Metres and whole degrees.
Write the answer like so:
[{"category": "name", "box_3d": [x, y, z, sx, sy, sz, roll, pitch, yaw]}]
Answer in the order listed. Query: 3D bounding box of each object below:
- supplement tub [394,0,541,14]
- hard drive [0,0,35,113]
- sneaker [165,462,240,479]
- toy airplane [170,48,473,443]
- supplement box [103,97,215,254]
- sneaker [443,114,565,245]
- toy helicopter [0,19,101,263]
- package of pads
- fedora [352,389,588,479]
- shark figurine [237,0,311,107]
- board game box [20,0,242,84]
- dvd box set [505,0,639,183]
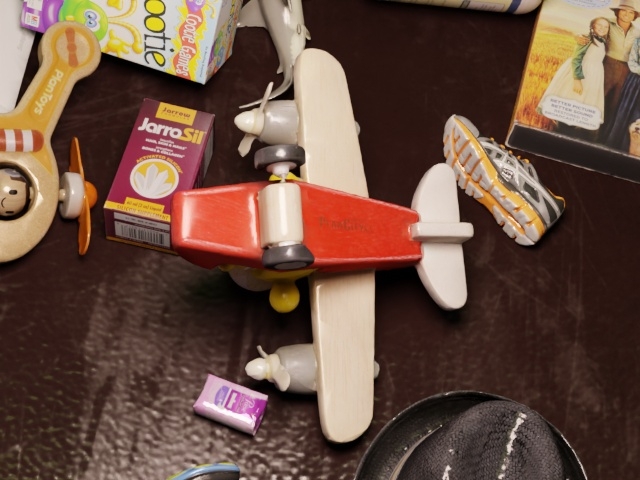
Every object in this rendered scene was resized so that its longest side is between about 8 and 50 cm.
[{"category": "supplement tub", "box_3d": [0.176, -0.468, 1.934, 0.325, 0.235, 0.235, 5, 58, -4]}, {"category": "hard drive", "box_3d": [-0.534, -0.311, 1.757, 0.307, 0.040, 0.203, 31, 50, -34]}, {"category": "sneaker", "box_3d": [-0.172, 0.319, 1.510, 0.188, 0.067, 0.078, -31, 88, -25]}, {"category": "toy airplane", "box_3d": [0.000, 0.000, 1.636, 0.384, 0.272, 0.386, 52, 48, -19]}, {"category": "supplement box", "box_3d": [-0.213, -0.087, 1.739, 0.104, 0.081, 0.188, 13, 57, 1]}, {"category": "sneaker", "box_3d": [0.251, -0.091, 1.804, 0.083, 0.084, 0.215, -31, 76, -25]}, {"category": "toy helicopter", "box_3d": [-0.372, -0.129, 1.708, 0.235, 0.140, 0.355, 29, 68, -15]}, {"category": "package of pads", "box_3d": [-0.110, 0.203, 1.600, 0.083, 0.032, 0.050, 20, 61, 6]}, {"category": "fedora", "box_3d": [0.187, 0.304, 1.502, 0.334, 0.152, 0.334, 3, 58, -5]}, {"category": "shark figurine", "box_3d": [-0.076, -0.311, 1.907, 0.116, 0.166, 0.278, -9, 75, 16]}, {"category": "board game box", "box_3d": [-0.259, -0.344, 1.831, 0.275, 0.144, 0.142, 18, 28, 4]}, {"category": "dvd box set", "box_3d": [0.467, -0.276, 1.953, 0.308, 0.062, 0.420, 17, 58, 3]}]
